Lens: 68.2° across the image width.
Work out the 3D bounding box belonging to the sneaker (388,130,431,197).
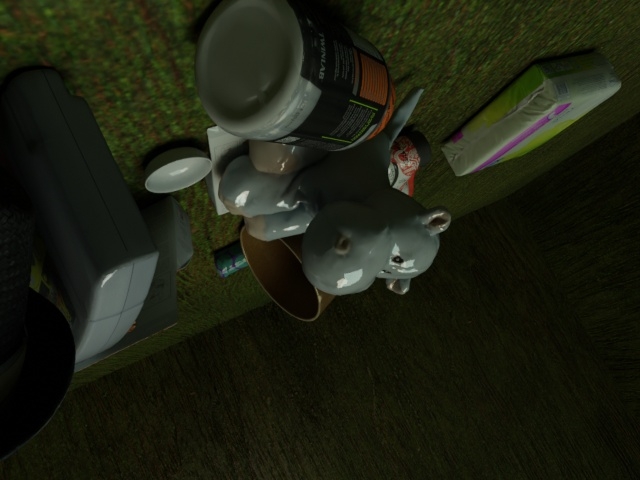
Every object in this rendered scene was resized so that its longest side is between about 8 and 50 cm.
[{"bbox_3d":[0.121,-0.123,0.971,0.145,0.090,0.270,-23,167,-9],"label":"sneaker"}]

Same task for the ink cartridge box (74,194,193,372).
[{"bbox_3d":[-0.259,0.065,0.625,0.189,0.232,0.066,-26,140,6],"label":"ink cartridge box"}]

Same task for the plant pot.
[{"bbox_3d":[0.000,0.000,1.012,0.254,0.237,0.237,-38,177,-29],"label":"plant pot"}]

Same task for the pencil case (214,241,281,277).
[{"bbox_3d":[-0.171,0.030,1.100,0.152,0.064,0.070,-25,154,2],"label":"pencil case"}]

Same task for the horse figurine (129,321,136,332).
[{"bbox_3d":[-0.475,0.176,1.110,0.174,0.066,0.263,-34,171,15],"label":"horse figurine"}]

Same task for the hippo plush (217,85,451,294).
[{"bbox_3d":[0.036,-0.028,0.624,0.294,0.236,0.234,-15,151,-29],"label":"hippo plush"}]

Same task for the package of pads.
[{"bbox_3d":[0.437,-0.259,1.000,0.229,0.101,0.296,-20,169,-27],"label":"package of pads"}]

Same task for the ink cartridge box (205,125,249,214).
[{"bbox_3d":[-0.089,-0.120,0.651,0.145,0.045,0.179,-22,151,-19],"label":"ink cartridge box"}]

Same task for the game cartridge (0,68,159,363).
[{"bbox_3d":[-0.247,0.015,0.442,0.060,0.196,0.294,-26,173,-45],"label":"game cartridge"}]

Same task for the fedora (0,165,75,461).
[{"bbox_3d":[-0.290,-0.003,0.245,0.152,0.334,0.334,-64,160,10],"label":"fedora"}]

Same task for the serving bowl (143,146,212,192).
[{"bbox_3d":[-0.174,-0.089,0.570,0.083,0.027,0.083,-24,170,-5],"label":"serving bowl"}]

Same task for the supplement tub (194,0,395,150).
[{"bbox_3d":[-0.009,-0.144,0.436,0.117,0.117,0.190,-31,168,30],"label":"supplement tub"}]
